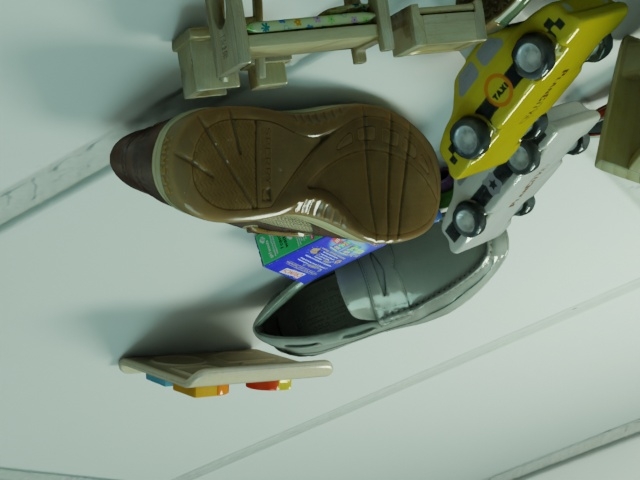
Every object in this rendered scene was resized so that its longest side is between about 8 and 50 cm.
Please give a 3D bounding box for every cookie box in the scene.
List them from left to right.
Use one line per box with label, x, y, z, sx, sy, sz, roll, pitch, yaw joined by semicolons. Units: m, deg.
cookie box;0.000;0.000;1.317;0.107;0.040;0.092;-26;156;20

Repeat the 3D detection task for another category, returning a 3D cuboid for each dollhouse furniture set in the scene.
dollhouse furniture set;-0.003;-0.172;0.905;0.181;0.101;0.161;-9;180;-21

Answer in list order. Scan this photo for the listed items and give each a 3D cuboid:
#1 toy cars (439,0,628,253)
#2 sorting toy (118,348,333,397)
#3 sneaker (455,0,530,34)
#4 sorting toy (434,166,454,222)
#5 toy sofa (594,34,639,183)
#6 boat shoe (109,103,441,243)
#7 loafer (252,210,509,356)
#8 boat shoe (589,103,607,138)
toy cars;0.168;-0.111;1.125;0.176;0.087;0.394;-36;162;-6
sorting toy;-0.116;0.159;1.504;0.193;0.038;0.208;0;180;-33
sneaker;0.182;-0.215;0.920;0.086;0.064;0.192;2;148;-28
sorting toy;0.104;-0.049;1.278;0.102;0.061;0.042;-28;121;9
toy sofa;0.365;-0.168;0.967;0.177;0.150;0.362;19;152;-2
boat shoe;-0.031;-0.059;1.101;0.123;0.123;0.342;3;-177;44
loafer;0.063;0.052;1.391;0.319;0.112;0.111;-31;162;30
boat shoe;0.310;-0.142;1.211;0.137;0.049;0.043;-25;114;24
